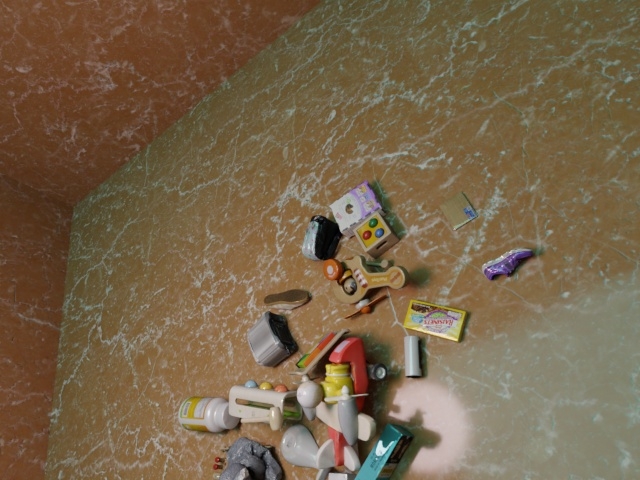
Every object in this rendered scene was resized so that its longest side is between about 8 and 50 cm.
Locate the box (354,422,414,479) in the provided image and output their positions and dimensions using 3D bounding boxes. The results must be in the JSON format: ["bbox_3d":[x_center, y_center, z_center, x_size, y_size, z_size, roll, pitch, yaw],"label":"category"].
[{"bbox_3d":[0.194,0.702,1.478,0.060,0.100,0.244,29,87,41],"label":"box"}]

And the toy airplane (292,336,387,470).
[{"bbox_3d":[0.039,0.552,1.544,0.386,0.273,0.384,-57,24,29],"label":"toy airplane"}]

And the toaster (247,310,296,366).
[{"bbox_3d":[-0.200,0.413,1.910,0.146,0.129,0.227,-43,51,16],"label":"toaster"}]

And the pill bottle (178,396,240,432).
[{"bbox_3d":[-0.454,0.717,1.932,0.246,0.136,0.136,-10,61,33],"label":"pill bottle"}]

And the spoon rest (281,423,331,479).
[{"bbox_3d":[-0.051,0.758,1.661,0.276,0.084,0.137,18,77,55],"label":"spoon rest"}]

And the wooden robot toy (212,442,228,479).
[{"bbox_3d":[-0.367,0.886,1.826,0.079,0.076,0.173,0,67,25],"label":"wooden robot toy"}]

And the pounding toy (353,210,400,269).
[{"bbox_3d":[0.210,0.020,1.827,0.181,0.094,0.206,-39,49,14],"label":"pounding toy"}]

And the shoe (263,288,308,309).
[{"bbox_3d":[-0.140,0.256,2.000,0.219,0.058,0.076,-8,42,29],"label":"shoe"}]

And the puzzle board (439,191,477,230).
[{"bbox_3d":[0.507,-0.109,1.729,0.096,0.011,0.128,-34,51,17],"label":"puzzle board"}]

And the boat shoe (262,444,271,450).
[{"bbox_3d":[-0.240,0.816,1.779,0.152,0.056,0.049,-34,55,30],"label":"boat shoe"}]

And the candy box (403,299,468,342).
[{"bbox_3d":[0.391,0.273,1.605,0.206,0.027,0.105,8,76,40],"label":"candy box"}]

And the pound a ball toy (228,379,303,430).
[{"bbox_3d":[-0.214,0.603,1.750,0.319,0.208,0.135,-6,77,36],"label":"pound a ball toy"}]

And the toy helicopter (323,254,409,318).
[{"bbox_3d":[0.177,0.168,1.740,0.355,0.140,0.234,-12,82,45],"label":"toy helicopter"}]

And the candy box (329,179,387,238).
[{"bbox_3d":[0.154,-0.129,1.959,0.196,0.070,0.164,-33,51,15],"label":"candy box"}]

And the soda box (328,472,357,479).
[{"bbox_3d":[0.069,0.868,1.505,0.074,0.069,0.216,-14,60,31],"label":"soda box"}]

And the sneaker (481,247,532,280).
[{"bbox_3d":[0.616,0.078,1.527,0.170,0.068,0.071,-34,66,29],"label":"sneaker"}]

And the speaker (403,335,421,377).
[{"bbox_3d":[0.311,0.394,1.582,0.055,0.055,0.136,-14,59,31],"label":"speaker"}]

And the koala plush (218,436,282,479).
[{"bbox_3d":[-0.285,0.828,1.648,0.196,0.221,0.203,-34,82,20],"label":"koala plush"}]

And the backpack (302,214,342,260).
[{"bbox_3d":[0.000,0.000,1.979,0.115,0.152,0.181,-5,66,53],"label":"backpack"}]

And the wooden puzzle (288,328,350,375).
[{"bbox_3d":[-0.013,0.398,1.688,0.239,0.221,0.044,-39,86,-19],"label":"wooden puzzle"}]
